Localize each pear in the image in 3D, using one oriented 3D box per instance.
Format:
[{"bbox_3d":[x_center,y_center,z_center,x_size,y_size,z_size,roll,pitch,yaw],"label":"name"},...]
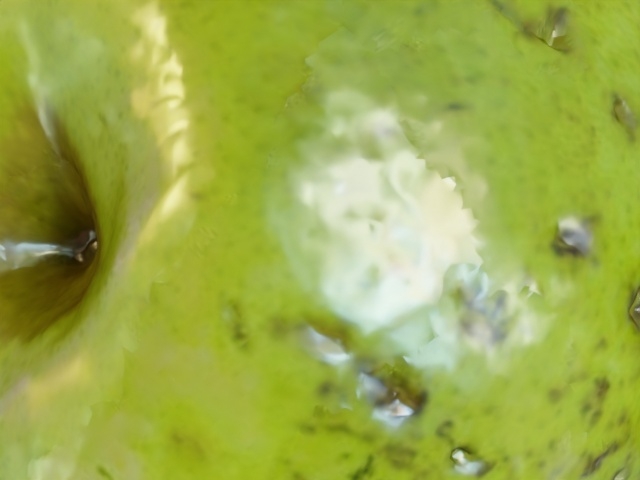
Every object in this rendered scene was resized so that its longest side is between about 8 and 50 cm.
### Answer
[{"bbox_3d":[0.000,0.000,0.675,0.391,0.391,0.391,15,142,11],"label":"pear"}]
